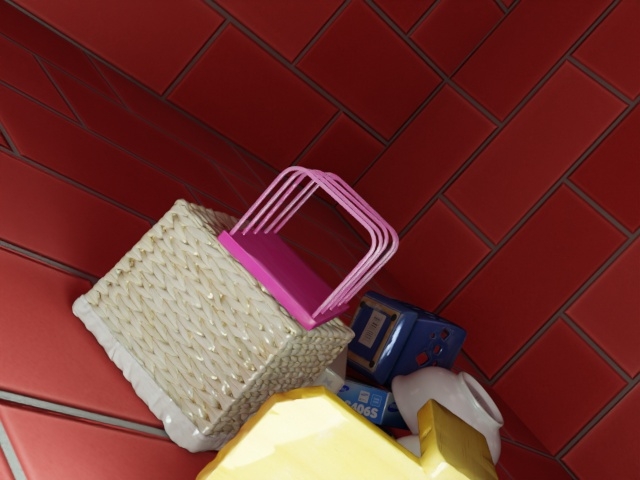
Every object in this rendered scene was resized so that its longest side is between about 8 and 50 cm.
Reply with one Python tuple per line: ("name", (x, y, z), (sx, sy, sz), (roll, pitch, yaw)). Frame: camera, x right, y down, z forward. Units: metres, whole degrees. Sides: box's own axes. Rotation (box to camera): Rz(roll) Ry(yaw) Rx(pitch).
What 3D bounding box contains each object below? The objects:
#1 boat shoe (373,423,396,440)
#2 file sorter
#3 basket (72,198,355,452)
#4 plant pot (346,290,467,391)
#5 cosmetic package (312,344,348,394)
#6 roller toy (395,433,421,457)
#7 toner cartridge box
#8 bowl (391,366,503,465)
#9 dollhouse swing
("boat shoe", (0.155, 0.472, 2.112), (0.183, 0.066, 0.066), (45, -10, 40))
("file sorter", (0.000, 0.000, 1.604), (0.202, 0.182, 0.290), (44, 9, 8))
("basket", (-0.165, 0.146, 1.649), (0.331, 0.266, 0.328), (47, 10, 19))
("plant pot", (0.193, 0.268, 2.514), (0.212, 0.236, 0.236), (28, -2, -35))
("cosmetic package", (-0.037, 0.259, 1.999), (0.129, 0.153, 0.296), (40, 8, -5))
("roller toy", (0.200, 0.466, 1.884), (0.191, 0.209, 0.146), (25, 2, 22))
("toner cartridge box", (0.150, 0.379, 2.224), (0.165, 0.075, 0.348), (10, -9, 31))
("bowl", (0.295, 0.374, 2.083), (0.298, 0.134, 0.298), (45, 15, -15))
("dollhouse swing", (-0.002, 0.326, 1.250), (0.305, 0.347, 0.315), (41, 10, -4))
